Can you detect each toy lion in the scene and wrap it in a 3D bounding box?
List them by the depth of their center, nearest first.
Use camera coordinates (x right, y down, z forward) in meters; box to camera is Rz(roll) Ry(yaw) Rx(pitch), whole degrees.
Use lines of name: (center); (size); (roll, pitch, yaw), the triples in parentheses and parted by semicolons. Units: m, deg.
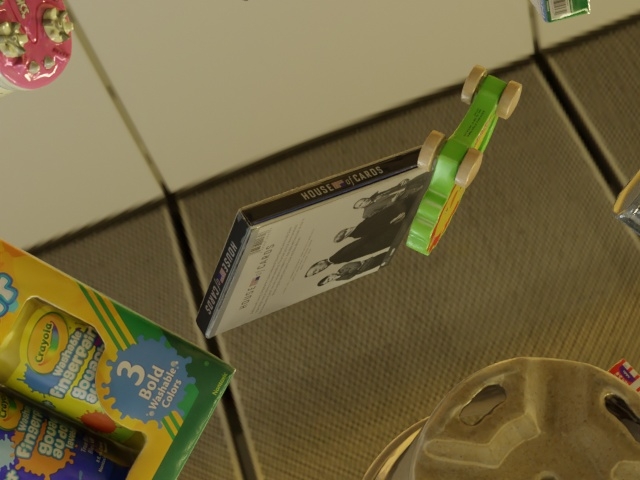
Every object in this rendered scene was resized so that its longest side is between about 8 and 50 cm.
toy lion: (0.082, -0.042, 0.748); (0.034, 0.096, 0.100); (26, -124, 12)

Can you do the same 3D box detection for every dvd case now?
dvd case: (0.000, 0.000, 1.207); (0.239, 0.179, 0.029); (-20, -118, -34)

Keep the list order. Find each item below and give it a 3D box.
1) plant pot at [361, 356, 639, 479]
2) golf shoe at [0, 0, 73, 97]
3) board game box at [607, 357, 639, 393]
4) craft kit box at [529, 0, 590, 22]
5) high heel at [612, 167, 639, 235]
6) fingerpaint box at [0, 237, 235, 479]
plant pot: (0.183, 0.257, 1.110); (0.334, 0.305, 0.333); (-1, -116, 1)
golf shoe: (-0.294, -0.244, 0.914); (0.140, 0.115, 0.306); (-17, -90, 37)
board game box: (0.365, 0.208, 1.381); (0.045, 0.193, 0.146); (-40, -104, 0)
craft kit box: (0.227, -0.395, 1.365); (0.061, 0.249, 0.246); (-15, -153, -1)
high heel: (0.340, -0.053, 0.781); (0.186, 0.261, 0.093); (35, -150, -9)
fingerpaint box: (-0.371, 0.246, 1.402); (0.444, 0.371, 0.163); (-61, -164, -8)
